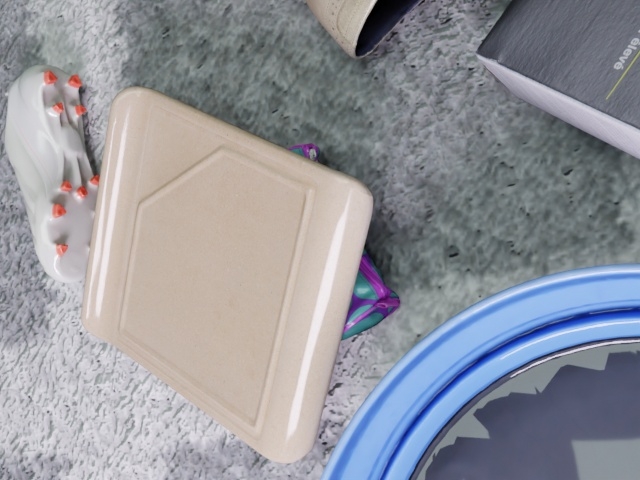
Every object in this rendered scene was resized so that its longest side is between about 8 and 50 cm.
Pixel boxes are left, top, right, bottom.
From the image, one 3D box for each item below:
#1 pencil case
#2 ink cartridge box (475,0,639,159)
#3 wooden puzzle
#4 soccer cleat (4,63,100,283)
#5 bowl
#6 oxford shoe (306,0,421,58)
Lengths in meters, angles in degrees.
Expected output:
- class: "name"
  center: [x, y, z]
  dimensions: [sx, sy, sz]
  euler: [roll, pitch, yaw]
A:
- class: "pencil case"
  center: [0.000, 0.000, 0.681]
  dimensions: [0.070, 0.064, 0.152]
  euler: [-42, 70, 40]
- class: "ink cartridge box"
  center: [0.261, -0.179, 0.504]
  dimensions: [0.304, 0.072, 0.307]
  euler: [-54, 28, 8]
- class: "wooden puzzle"
  center: [-0.078, 0.020, 0.686]
  dimensions: [0.238, 0.044, 0.221]
  euler: [25, 113, 30]
- class: "soccer cleat"
  center: [-0.233, -0.055, 0.788]
  dimensions: [0.076, 0.068, 0.196]
  euler: [-18, 76, 35]
- class: "bowl"
  center: [0.173, 0.211, 0.477]
  dimensions: [0.391, 0.077, 0.391]
  euler: [-7, 74, 25]
- class: "oxford shoe"
  center: [0.133, -0.257, 0.633]
  dimensions: [0.348, 0.123, 0.130]
  euler: [-32, 77, 27]
